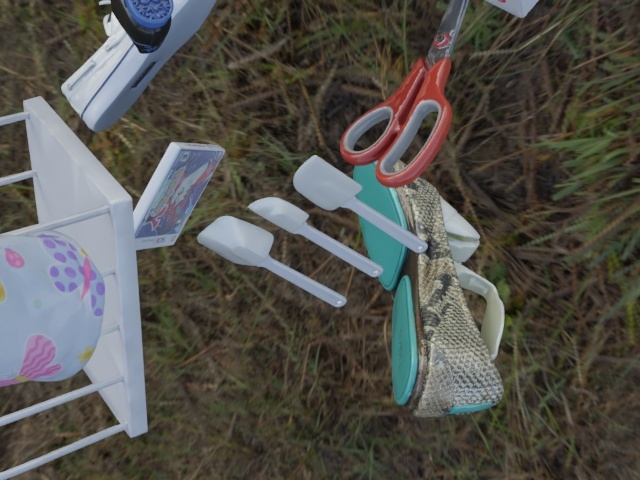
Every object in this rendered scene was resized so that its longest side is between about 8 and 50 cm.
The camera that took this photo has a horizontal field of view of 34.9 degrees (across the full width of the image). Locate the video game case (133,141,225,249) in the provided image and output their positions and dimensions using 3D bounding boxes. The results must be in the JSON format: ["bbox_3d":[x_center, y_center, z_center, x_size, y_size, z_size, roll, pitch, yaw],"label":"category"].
[{"bbox_3d":[-0.250,-0.074,1.723,0.023,0.183,0.201,33,103,14],"label":"video game case"}]

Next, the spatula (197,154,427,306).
[{"bbox_3d":[0.000,0.000,1.105,0.168,0.242,0.019,-36,52,19],"label":"spatula"}]

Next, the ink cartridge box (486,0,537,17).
[{"bbox_3d":[0.182,-0.421,1.091,0.198,0.270,0.197,35,80,26],"label":"ink cartridge box"}]

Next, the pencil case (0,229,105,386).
[{"bbox_3d":[-0.268,0.055,0.648,0.124,0.273,0.114,-30,76,32],"label":"pencil case"}]

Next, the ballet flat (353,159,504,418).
[{"bbox_3d":[0.168,0.056,1.499,0.181,0.483,0.164,4,135,-14],"label":"ballet flat"}]

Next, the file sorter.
[{"bbox_3d":[-0.282,0.051,0.925,0.173,0.193,0.278,-20,133,-28],"label":"file sorter"}]

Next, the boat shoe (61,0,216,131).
[{"bbox_3d":[-0.326,-0.369,1.758,0.156,0.136,0.367,46,113,4],"label":"boat shoe"}]

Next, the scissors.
[{"bbox_3d":[0.122,-0.176,0.993,0.297,0.109,0.021,-55,134,-15],"label":"scissors"}]

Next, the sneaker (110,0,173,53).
[{"bbox_3d":[-0.256,-0.355,1.336,0.081,0.090,0.232,-12,70,-23],"label":"sneaker"}]
